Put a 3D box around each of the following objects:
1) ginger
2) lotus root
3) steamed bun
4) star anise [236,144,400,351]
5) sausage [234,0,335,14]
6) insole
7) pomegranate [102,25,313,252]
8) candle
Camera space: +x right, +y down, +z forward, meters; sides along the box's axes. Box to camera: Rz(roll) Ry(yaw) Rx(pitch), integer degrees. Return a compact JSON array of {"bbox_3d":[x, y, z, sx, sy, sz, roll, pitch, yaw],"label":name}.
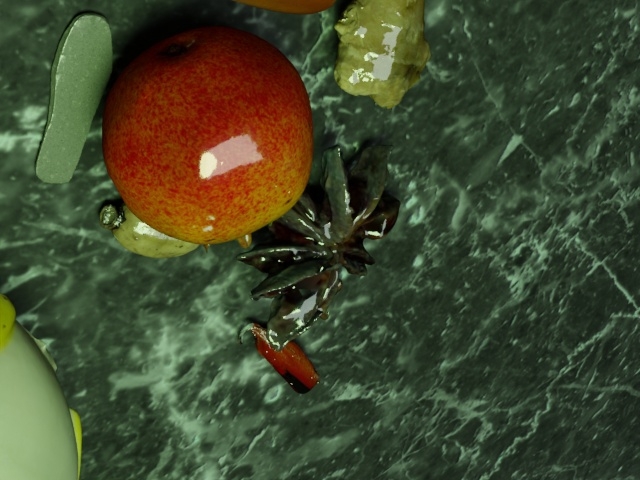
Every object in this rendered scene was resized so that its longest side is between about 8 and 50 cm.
[{"bbox_3d":[0.071,-0.285,1.297,0.131,0.086,0.294,-18,126,-30],"label":"ginger"},{"bbox_3d":[-0.174,-0.014,1.339,0.152,0.063,0.072,2,110,-32],"label":"lotus root"},{"bbox_3d":[-0.404,0.210,1.169,0.334,0.334,0.374,-31,139,-13],"label":"steamed bun"},{"bbox_3d":[-0.001,-0.003,1.431,0.212,0.129,0.282,30,93,-50],"label":"star anise"},{"bbox_3d":[-0.086,-0.284,1.187,0.300,0.083,0.089,5,104,-38],"label":"sausage"},{"bbox_3d":[-0.253,-0.144,1.224,0.063,0.010,0.192,3,120,-35],"label":"insole"},{"bbox_3d":[-0.107,-0.093,1.228,0.221,0.221,0.256,-31,141,-12],"label":"pomegranate"},{"bbox_3d":[-0.056,0.147,1.558,0.162,0.048,0.053,50,53,-45],"label":"candle"}]
